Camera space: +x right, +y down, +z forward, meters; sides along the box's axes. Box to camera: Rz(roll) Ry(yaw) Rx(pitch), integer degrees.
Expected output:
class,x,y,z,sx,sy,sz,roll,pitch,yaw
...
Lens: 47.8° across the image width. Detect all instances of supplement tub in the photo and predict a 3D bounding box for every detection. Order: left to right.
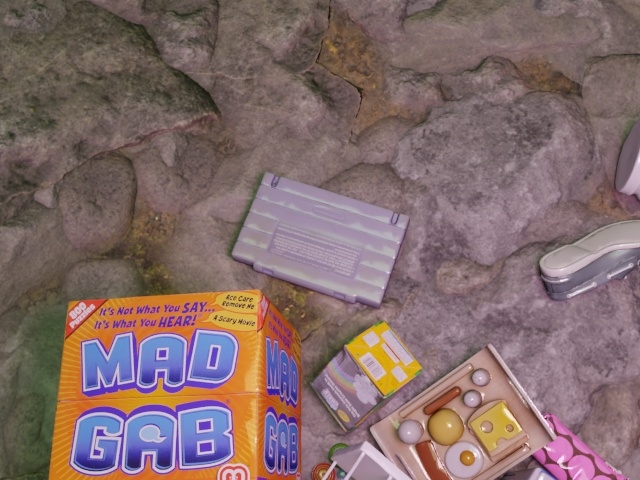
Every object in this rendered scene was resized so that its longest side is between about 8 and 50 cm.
class,x,y,z,sx,sy,sz,roll,pitch,yaw
supplement tub,0.811,-0.155,1.577,0.272,0.191,0.191,15,72,8

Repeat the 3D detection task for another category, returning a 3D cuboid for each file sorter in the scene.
class,x,y,z,sx,sy,sz,roll,pitch,yaw
file sorter,0.112,0.533,1.321,0.277,0.193,0.173,40,63,2

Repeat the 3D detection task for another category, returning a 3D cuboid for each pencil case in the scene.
class,x,y,z,sx,sy,sz,roll,pitch,yaw
pencil case,0.502,0.437,1.439,0.209,0.095,0.098,41,108,14

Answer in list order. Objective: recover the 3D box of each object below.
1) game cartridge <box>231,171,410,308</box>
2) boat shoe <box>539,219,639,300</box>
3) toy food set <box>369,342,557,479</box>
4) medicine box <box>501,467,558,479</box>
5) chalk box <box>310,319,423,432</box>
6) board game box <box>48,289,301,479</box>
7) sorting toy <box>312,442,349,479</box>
class,x,y,z,sx,sy,sz,roll,pitch,yaw
game cartridge,0.000,0.000,1.635,0.355,0.068,0.230,18,76,9
boat shoe,0.629,0.041,1.585,0.319,0.116,0.099,-20,114,-11
toy food set,0.278,0.380,1.430,0.306,0.092,0.220,-38,71,12
medicine box,0.436,0.549,1.295,0.263,0.289,0.149,33,76,13
chalk box,0.082,0.288,1.471,0.132,0.213,0.132,-25,70,-41
board game box,-0.242,0.319,1.353,0.356,0.356,0.356,-4,69,9
sorting toy,0.029,0.463,1.477,0.061,0.042,0.102,39,77,15
